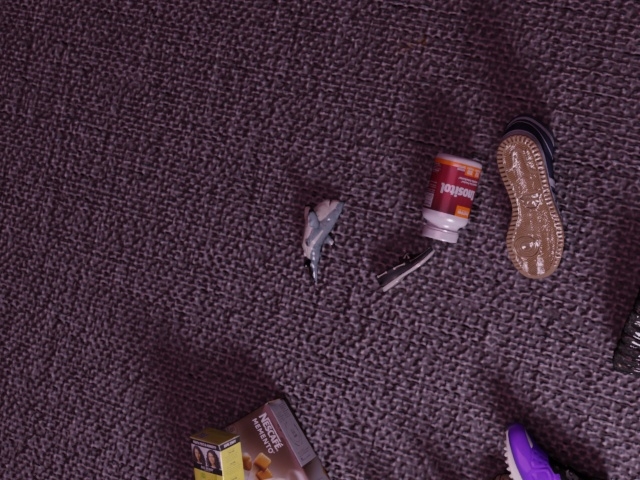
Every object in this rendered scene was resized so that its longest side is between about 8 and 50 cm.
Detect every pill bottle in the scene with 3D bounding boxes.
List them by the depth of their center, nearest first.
[{"bbox_3d":[0.232,-0.076,1.841,0.086,0.086,0.151,15,95,20],"label":"pill bottle"}]

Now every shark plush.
[{"bbox_3d":[0.000,0.000,1.947,0.067,0.073,0.161,7,87,-9],"label":"shark plush"}]

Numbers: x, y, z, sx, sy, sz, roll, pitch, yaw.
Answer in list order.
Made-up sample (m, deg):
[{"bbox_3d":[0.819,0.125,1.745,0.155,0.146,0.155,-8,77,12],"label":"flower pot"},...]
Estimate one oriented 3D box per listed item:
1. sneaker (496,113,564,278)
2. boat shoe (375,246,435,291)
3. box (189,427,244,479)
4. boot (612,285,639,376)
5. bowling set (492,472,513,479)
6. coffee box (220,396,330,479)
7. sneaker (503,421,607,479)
[{"bbox_3d":[0.371,-0.084,1.795,0.099,0.153,0.282,-6,117,18],"label":"sneaker"},{"bbox_3d":[0.155,0.046,1.891,0.125,0.046,0.038,-39,81,24],"label":"boat shoe"},{"bbox_3d":[-0.185,0.471,1.909,0.087,0.058,0.232,6,106,41],"label":"box"},{"bbox_3d":[0.598,0.252,1.670,0.260,0.131,0.347,15,84,13],"label":"boot"},{"bbox_3d":[0.268,0.500,1.780,0.287,0.154,0.199,18,95,20],"label":"bowling set"},{"bbox_3d":[-0.078,0.439,1.940,0.141,0.098,0.246,-32,78,17],"label":"coffee box"},{"bbox_3d":[0.426,0.430,1.758,0.146,0.102,0.293,-29,84,14],"label":"sneaker"}]
